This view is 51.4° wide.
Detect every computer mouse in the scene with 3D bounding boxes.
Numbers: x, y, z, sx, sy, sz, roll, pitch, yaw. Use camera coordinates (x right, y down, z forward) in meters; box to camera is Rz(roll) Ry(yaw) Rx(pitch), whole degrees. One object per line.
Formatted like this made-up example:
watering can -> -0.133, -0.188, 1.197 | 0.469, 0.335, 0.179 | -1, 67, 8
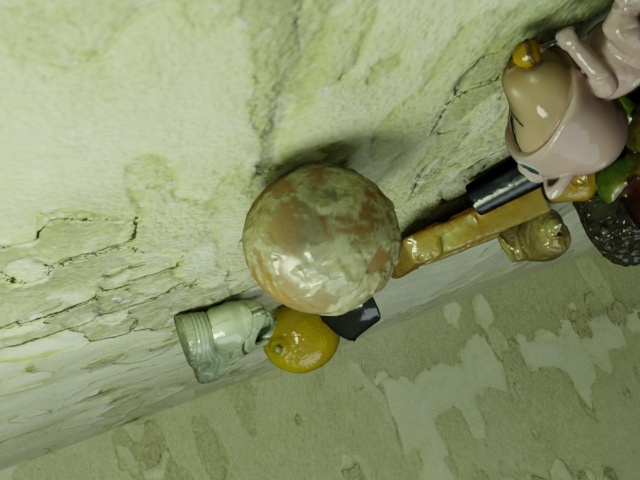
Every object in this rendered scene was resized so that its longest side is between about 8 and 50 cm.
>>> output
computer mouse -> 0.043, 0.144, 1.493 | 0.100, 0.170, 0.269 | -28, 167, -13

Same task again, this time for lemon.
lemon -> -0.049, 0.246, 1.698 | 0.187, 0.187, 0.244 | -33, 165, 36

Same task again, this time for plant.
plant -> 0.722, -0.094, 1.598 | 0.215, 0.213, 0.312 | -29, 128, 23

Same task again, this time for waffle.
waffle -> 0.287, -0.010, 1.429 | 0.304, 0.078, 0.348 | -23, 173, -6

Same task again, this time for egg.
egg -> 0.000, 0.000, 0.870 | 0.203, 0.203, 0.245 | -30, 164, 29

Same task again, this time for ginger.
ginger -> 0.603, -0.004, 1.852 | 0.152, 0.138, 0.267 | -8, 165, -28

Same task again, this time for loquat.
loquat -> 0.491, -0.125, 1.316 | 0.137, 0.113, 0.137 | -31, 177, -2

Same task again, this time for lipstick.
lipstick -> 0.451, -0.169, 1.165 | 0.418, 0.077, 0.077 | -30, 163, 23

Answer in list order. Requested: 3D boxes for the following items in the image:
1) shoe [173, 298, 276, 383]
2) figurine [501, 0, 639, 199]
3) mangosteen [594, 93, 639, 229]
shoe -> -0.197, 0.220, 1.490 | 0.210, 0.132, 0.342 | -17, 161, -10
figurine -> 0.305, -0.199, 0.775 | 0.186, 0.176, 0.287 | 23, 133, -8
mangosteen -> 0.575, -0.122, 0.983 | 0.311, 0.311, 0.311 | -21, 165, -6
